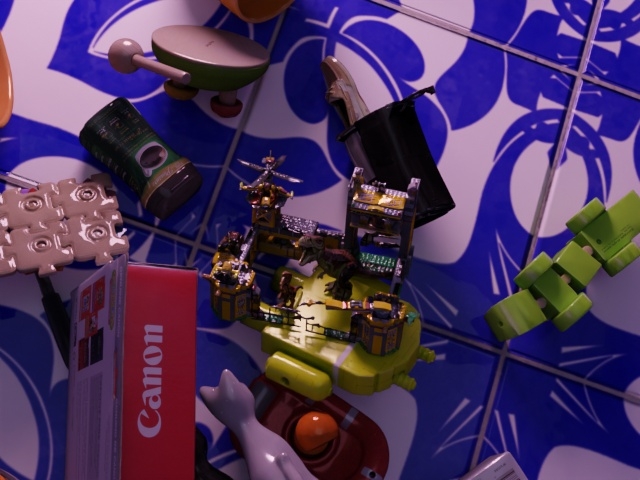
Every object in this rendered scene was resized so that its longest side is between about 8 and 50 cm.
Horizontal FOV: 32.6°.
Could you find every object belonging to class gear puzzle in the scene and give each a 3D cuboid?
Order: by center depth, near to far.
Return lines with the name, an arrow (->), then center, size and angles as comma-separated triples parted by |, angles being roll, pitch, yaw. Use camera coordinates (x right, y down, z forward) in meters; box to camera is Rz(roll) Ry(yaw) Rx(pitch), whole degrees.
gear puzzle -> -0.449, 0.003, 1.557 | 0.339, 0.044, 0.175 | -12, 52, -15

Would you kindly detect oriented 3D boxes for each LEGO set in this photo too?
LEGO set -> 0.000, 0.000, 1.531 | 0.331, 0.192, 0.255 | 17, 43, 15

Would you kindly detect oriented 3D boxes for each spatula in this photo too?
spatula -> -0.403, 0.056, 1.593 | 0.084, 0.030, 0.296 | -21, 79, -18

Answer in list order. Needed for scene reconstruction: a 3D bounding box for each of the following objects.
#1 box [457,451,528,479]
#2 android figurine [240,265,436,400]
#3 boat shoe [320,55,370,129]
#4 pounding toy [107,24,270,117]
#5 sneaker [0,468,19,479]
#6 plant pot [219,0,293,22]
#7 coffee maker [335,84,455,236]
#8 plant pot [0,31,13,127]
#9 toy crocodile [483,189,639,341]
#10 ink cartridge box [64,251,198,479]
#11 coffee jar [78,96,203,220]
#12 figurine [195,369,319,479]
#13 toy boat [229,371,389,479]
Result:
box -> 0.249, 0.375, 1.579 | 0.102, 0.087, 0.101 | -31, 81, -15
android figurine -> 0.030, 0.131, 1.571 | 0.273, 0.056, 0.248 | 23, 45, 18
boat shoe -> 0.033, -0.230, 1.732 | 0.045, 0.050, 0.135 | -28, 81, -21
pounding toy -> -0.192, -0.244, 1.663 | 0.183, 0.110, 0.237 | 29, 30, 30
sneaker -> -0.401, 0.392, 1.422 | 0.321, 0.180, 0.124 | 39, 72, 3
plant pot -> -0.126, -0.477, 1.711 | 0.188, 0.205, 0.205 | 39, 72, 19
coffee maker -> 0.125, -0.112, 1.652 | 0.120, 0.171, 0.178 | -18, 79, -30
plant pot -> -0.589, -0.269, 1.540 | 0.204, 0.291, 0.290 | -16, 77, 3
toy crocodile -> 0.394, 0.040, 1.697 | 0.340, 0.105, 0.115 | -41, 84, -21
ink cartridge box -> -0.243, 0.194, 1.444 | 0.130, 0.272, 0.309 | 6, 74, -25
coffee jar -> -0.267, -0.121, 1.639 | 0.184, 0.079, 0.096 | 45, 65, 5
figurine -> -0.123, 0.300, 1.490 | 0.092, 0.215, 0.209 | -21, 71, -50
toy boat -> -0.010, 0.276, 1.532 | 0.231, 0.151, 0.151 | 34, 73, 1
